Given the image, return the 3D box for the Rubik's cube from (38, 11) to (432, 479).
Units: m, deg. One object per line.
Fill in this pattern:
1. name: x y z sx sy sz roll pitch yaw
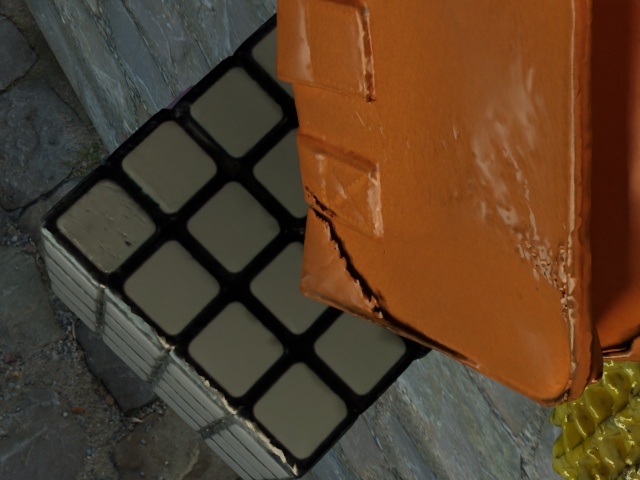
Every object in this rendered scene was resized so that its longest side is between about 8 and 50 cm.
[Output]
1. Rubik's cube: -0.054 0.021 1.314 0.344 0.337 0.344 44 166 0

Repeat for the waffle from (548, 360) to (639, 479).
1. waffle: 0.223 0.161 0.918 0.250 0.056 0.261 -115 15 -62

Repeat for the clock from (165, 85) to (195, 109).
1. clock: -0.143 -0.076 1.655 0.102 0.338 0.338 39 158 14

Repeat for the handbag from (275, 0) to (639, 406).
1. handbag: 0.088 -0.117 0.801 0.303 0.116 0.410 24 128 48
